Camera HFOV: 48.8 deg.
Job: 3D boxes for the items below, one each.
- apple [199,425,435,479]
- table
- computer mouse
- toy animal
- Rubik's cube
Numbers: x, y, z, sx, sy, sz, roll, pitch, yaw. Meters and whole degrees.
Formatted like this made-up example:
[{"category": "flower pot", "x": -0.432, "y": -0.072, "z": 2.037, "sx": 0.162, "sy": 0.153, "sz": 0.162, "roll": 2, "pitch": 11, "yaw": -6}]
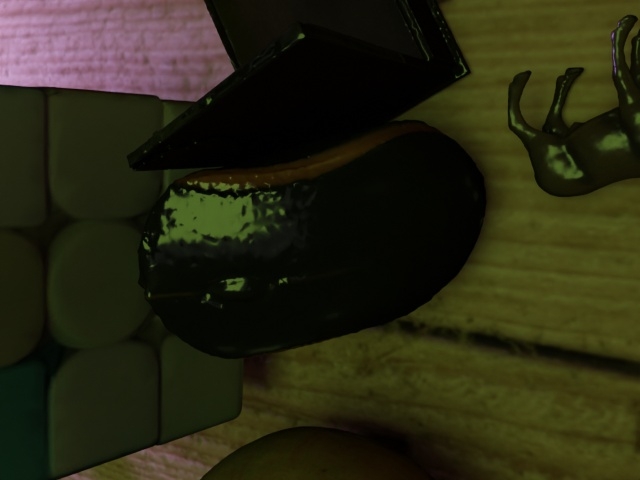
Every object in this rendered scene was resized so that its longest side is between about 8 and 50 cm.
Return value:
[{"category": "apple", "x": 0.004, "y": 0.327, "z": 0.659, "sx": 0.318, "sy": 0.277, "sz": 0.320, "roll": 7, "pitch": 107, "yaw": 22}, {"category": "table", "x": -0.049, "y": -0.215, "z": 0.611, "sx": 0.196, "sy": 0.282, "sz": 0.251, "roll": -27, "pitch": 82, "yaw": 30}, {"category": "computer mouse", "x": 0.002, "y": 0.002, "z": 0.618, "sx": 0.323, "sy": 0.116, "sz": 0.183, "roll": -17, "pitch": 116, "yaw": -9}, {"category": "toy animal", "x": 0.272, "y": -0.082, "z": 0.562, "sx": 0.214, "sy": 0.093, "sz": 0.186, "roll": -24, "pitch": 79, "yaw": 38}, {"category": "Rubik's cube", "x": -0.305, "y": 0.017, "z": 0.724, "sx": 0.344, "sy": 0.346, "sz": 0.347, "roll": 13, "pitch": 101, "yaw": 42}]
